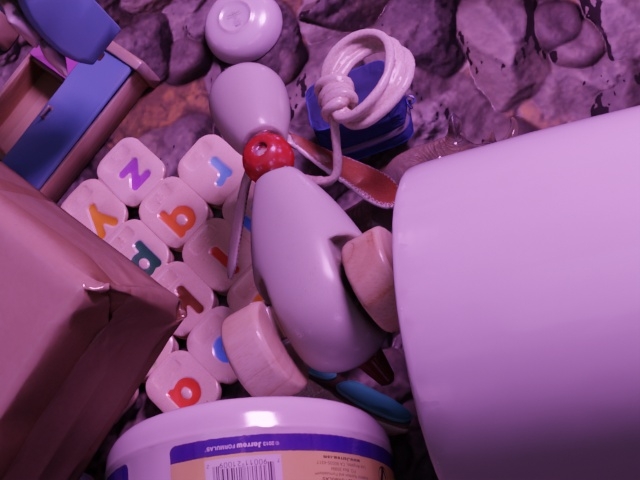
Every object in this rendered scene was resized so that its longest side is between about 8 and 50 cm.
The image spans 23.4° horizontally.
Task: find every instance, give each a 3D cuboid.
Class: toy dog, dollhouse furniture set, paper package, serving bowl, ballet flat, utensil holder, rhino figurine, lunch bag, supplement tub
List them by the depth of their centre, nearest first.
[{"bbox_3d":[0.280,0.048,1.165,0.385,0.327,0.327,-12,66,16],"label":"utensil holder"},{"bbox_3d":[-0.046,0.312,1.224,0.241,0.241,0.331,-12,67,15],"label":"supplement tub"},{"bbox_3d":[0.000,0.000,1.325,0.220,0.161,0.333,-11,55,23],"label":"toy dog"},{"bbox_3d":[-0.337,0.088,1.356,0.325,0.168,0.309,36,96,26],"label":"paper package"},{"bbox_3d":[0.010,0.144,1.384,0.168,0.057,0.052,28,109,30],"label":"ballet flat"},{"bbox_3d":[0.088,-0.027,1.400,0.243,0.073,0.106,-44,63,1],"label":"rhino figurine"},{"bbox_3d":[0.042,-0.119,1.459,0.098,0.065,0.067,-18,50,14],"label":"lunch bag"},{"bbox_3d":[-0.352,-0.197,1.494,0.286,0.303,0.198,35,83,27],"label":"dollhouse furniture set"},{"bbox_3d":[-0.082,-0.221,1.562,0.083,0.027,0.083,-6,69,17],"label":"serving bowl"}]

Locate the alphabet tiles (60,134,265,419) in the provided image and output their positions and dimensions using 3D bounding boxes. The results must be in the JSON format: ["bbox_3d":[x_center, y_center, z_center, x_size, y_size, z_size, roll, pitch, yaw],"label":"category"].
[{"bbox_3d":[-0.156,0.037,1.493,0.284,0.021,0.278,-47,62,-3],"label":"alphabet tiles"}]

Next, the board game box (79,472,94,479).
[{"bbox_3d":[-0.304,0.411,1.375,0.318,0.066,0.318,-28,63,7],"label":"board game box"}]
